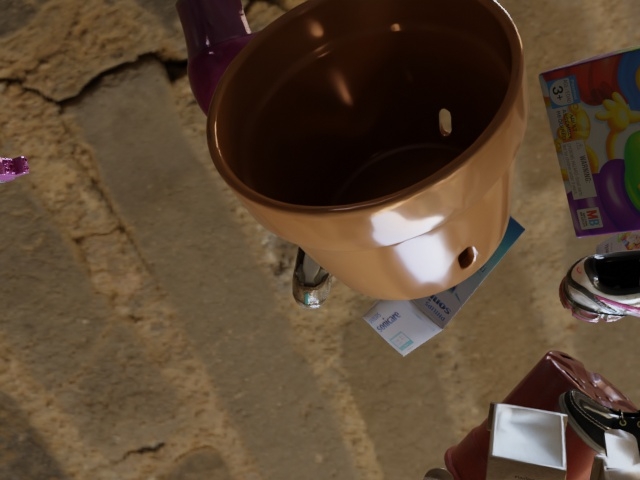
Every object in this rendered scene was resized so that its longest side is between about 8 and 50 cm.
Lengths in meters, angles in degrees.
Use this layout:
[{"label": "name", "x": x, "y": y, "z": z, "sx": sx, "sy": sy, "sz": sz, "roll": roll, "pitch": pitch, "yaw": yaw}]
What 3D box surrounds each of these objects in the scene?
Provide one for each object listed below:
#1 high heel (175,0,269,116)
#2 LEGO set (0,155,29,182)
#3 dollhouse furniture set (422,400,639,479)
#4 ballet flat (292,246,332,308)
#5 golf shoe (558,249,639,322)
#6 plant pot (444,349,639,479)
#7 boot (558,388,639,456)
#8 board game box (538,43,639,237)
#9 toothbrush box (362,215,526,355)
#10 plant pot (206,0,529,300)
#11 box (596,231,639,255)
[{"label": "high heel", "x": -0.002, "y": -0.234, "z": 1.303, "sx": 0.377, "sy": 0.127, "sz": 0.181, "roll": -11, "pitch": -102, "yaw": -26}, {"label": "LEGO set", "x": -0.383, "y": -0.110, "z": 1.024, "sx": 0.227, "sy": 0.093, "sz": 0.087, "roll": -3, "pitch": -101, "yaw": -69}, {"label": "dollhouse furniture set", "x": 0.293, "y": 0.438, "z": 1.452, "sx": 0.174, "sy": 0.303, "sz": 0.356, "roll": -55, "pitch": -29, "yaw": -69}, {"label": "ballet flat", "x": 0.000, "y": 0.000, "z": 1.502, "sx": 0.067, "sy": 0.073, "sz": 0.206, "roll": 85, "pitch": -170, "yaw": -66}, {"label": "golf shoe", "x": 0.330, "y": 0.046, "z": 0.962, "sx": 0.186, "sy": 0.086, "sz": 0.067, "roll": 0, "pitch": -114, "yaw": -2}, {"label": "plant pot", "x": 0.400, "y": 0.352, "z": 1.736, "sx": 0.272, "sy": 0.272, "sz": 0.265, "roll": 20, "pitch": -71, "yaw": -41}, {"label": "boot", "x": 0.493, "y": 0.258, "z": 1.484, "sx": 0.236, "sy": 0.178, "sz": 0.085, "roll": 36, "pitch": -149, "yaw": -6}, {"label": "board game box", "x": 0.332, "y": -0.099, "z": 0.762, "sx": 0.142, "sy": 0.275, "sz": 0.144, "roll": -21, "pitch": -82, "yaw": -44}, {"label": "toothbrush box", "x": 0.244, "y": 0.067, "z": 2.006, "sx": 0.126, "sy": 0.216, "sz": 0.295, "roll": 44, "pitch": -117, "yaw": 2}, {"label": "plant pot", "x": 0.063, "y": -0.080, "z": 0.952, "sx": 0.291, "sy": 0.291, "sz": 0.203, "roll": -63, "pitch": -32, "yaw": -27}, {"label": "box", "x": 0.471, "y": 0.003, "z": 1.395, "sx": 0.038, "sy": 0.186, "sz": 0.145, "roll": 45, "pitch": -150, "yaw": -11}]
